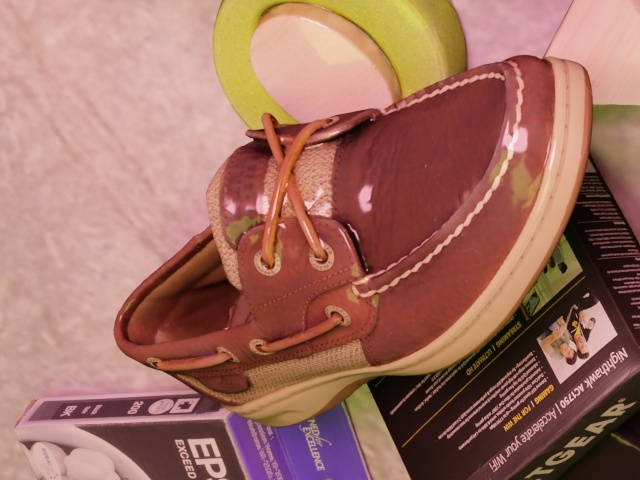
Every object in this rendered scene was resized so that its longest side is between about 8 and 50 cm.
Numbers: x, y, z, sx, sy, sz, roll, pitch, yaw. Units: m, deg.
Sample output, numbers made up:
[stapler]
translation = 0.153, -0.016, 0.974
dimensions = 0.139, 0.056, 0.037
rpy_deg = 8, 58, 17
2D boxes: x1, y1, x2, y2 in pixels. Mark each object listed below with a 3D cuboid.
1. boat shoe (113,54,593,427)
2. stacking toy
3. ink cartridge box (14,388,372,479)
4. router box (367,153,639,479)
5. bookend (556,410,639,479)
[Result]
[boat shoe]
translation = 0.000, 0.000, 0.956
dimensions = 0.123, 0.123, 0.342
rpy_deg = 19, 152, -24
[stacking toy]
translation = 0.022, -0.134, 0.890
dimensions = 0.309, 0.130, 0.279
rpy_deg = -7, 121, 26
[ink cartridge box]
translation = -0.061, 0.181, 1.212
dimensions = 0.208, 0.045, 0.206
rpy_deg = -6, 122, 24
[router box]
translation = 0.097, 0.054, 1.005
dimensions = 0.179, 0.046, 0.133
rpy_deg = -48, 56, 40
[bookend]
translation = 0.184, 0.139, 1.009
dimensions = 0.157, 0.156, 0.072
rpy_deg = 32, 130, -2
